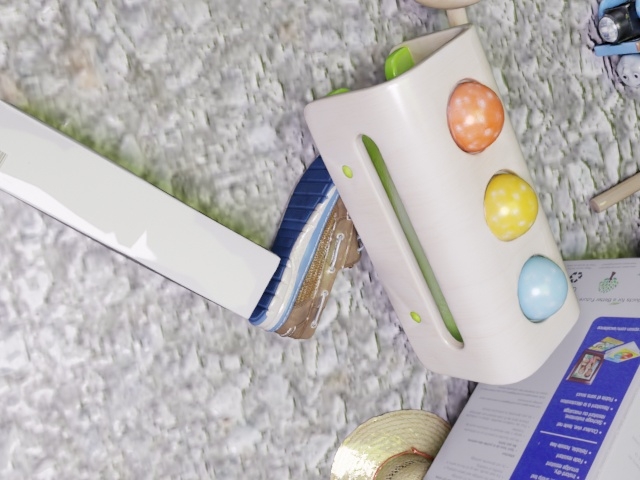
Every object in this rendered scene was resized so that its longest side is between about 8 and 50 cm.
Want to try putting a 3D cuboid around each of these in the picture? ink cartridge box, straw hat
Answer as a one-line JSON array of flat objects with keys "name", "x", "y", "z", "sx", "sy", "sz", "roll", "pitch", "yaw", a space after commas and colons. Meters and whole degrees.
[{"name": "ink cartridge box", "x": 0.200, "y": 0.154, "z": 0.657, "sx": 0.065, "sy": 0.165, "sz": 0.332, "roll": 48, "pitch": 64, "yaw": -22}, {"name": "straw hat", "x": 0.086, "y": 0.229, "z": 0.716, "sx": 0.145, "sy": 0.061, "sz": 0.144, "roll": 0, "pitch": 91, "yaw": -18}]

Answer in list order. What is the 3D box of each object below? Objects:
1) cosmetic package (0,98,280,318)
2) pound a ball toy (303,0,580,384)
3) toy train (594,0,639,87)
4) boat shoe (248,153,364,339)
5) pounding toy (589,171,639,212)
[{"name": "cosmetic package", "x": -0.156, "y": -0.022, "z": 0.615, "sx": 0.239, "sy": 0.099, "sz": 0.060, "roll": 30, "pitch": 80, "yaw": -17}, {"name": "pound a ball toy", "x": 0.134, "y": -0.068, "z": 0.659, "sx": 0.208, "sy": 0.136, "sz": 0.319, "roll": -39, "pitch": 114, "yaw": -33}, {"name": "toy train", "x": 0.365, "y": -0.221, "z": 0.787, "sx": 0.184, "sy": 0.080, "sz": 0.105, "roll": -26, "pitch": 105, "yaw": -16}, {"name": "boat shoe", "x": 0.000, "y": 0.000, "z": 0.687, "sx": 0.066, "sy": 0.066, "sz": 0.183, "roll": 28, "pitch": 86, "yaw": -28}, {"name": "pounding toy", "x": 0.415, "y": 0.009, "z": 0.810, "sx": 0.183, "sy": 0.110, "sz": 0.237, "roll": -37, "pitch": 72, "yaw": -3}]
